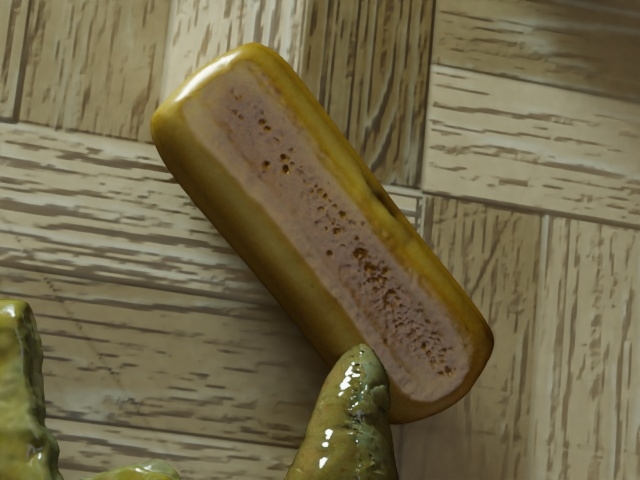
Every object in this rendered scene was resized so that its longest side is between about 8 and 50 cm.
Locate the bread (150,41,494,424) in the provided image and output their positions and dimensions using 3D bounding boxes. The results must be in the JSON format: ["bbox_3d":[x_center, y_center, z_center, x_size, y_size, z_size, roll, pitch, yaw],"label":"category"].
[{"bbox_3d":[0.000,0.000,1.007,0.092,0.074,0.239,-38,92,-14],"label":"bread"}]

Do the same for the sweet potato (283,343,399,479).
[{"bbox_3d":[-0.044,0.204,0.930,0.310,0.098,0.124,-43,101,-9],"label":"sweet potato"}]

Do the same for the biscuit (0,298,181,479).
[{"bbox_3d":[-0.144,0.118,0.914,0.183,0.039,0.174,6,73,22],"label":"biscuit"}]
